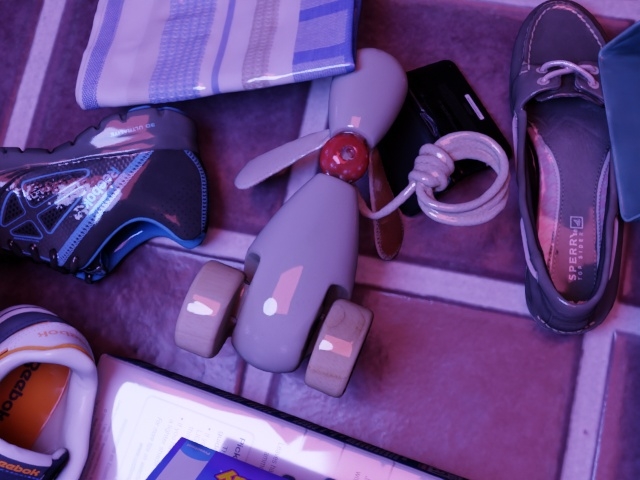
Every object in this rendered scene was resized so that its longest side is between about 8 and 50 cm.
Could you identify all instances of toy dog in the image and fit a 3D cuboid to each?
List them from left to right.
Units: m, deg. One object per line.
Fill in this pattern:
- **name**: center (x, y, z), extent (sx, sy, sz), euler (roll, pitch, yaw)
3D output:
- **toy dog**: center (0.000, 0.000, 0.915), extent (0.220, 0.161, 0.334), euler (41, 71, 8)

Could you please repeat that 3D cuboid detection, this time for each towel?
- **towel**: center (-0.097, -0.225, 0.968), extent (0.285, 0.034, 0.209), euler (-5, 55, 16)

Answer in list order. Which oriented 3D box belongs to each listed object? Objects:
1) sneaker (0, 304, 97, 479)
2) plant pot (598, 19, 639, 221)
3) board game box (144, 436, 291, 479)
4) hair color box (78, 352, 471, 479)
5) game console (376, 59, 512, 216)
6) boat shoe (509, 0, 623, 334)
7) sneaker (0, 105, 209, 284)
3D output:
- **sneaker**: center (-0.286, 0.209, 0.811), extent (0.126, 0.127, 0.321), euler (26, 82, -32)
- **plant pot**: center (0.396, -0.115, 0.851), extent (0.234, 0.166, 0.165), euler (0, 76, -18)
- **board game box**: center (-0.050, 0.352, 0.773), extent (0.233, 0.078, 0.347), euler (18, 113, 11)
- **hair color box**: center (-0.054, 0.238, 0.873), extent (0.347, 0.105, 0.174), euler (19, 83, 11)
- **game console**: center (0.108, -0.103, 0.979), extent (0.107, 0.071, 0.122), euler (-23, 74, -29)
- **boat shoe**: center (0.235, -0.081, 0.915), extent (0.112, 0.095, 0.335), euler (0, 77, 7)
- **sneaker**: center (-0.273, -0.020, 0.952), extent (0.340, 0.125, 0.140), euler (-17, 81, 5)
